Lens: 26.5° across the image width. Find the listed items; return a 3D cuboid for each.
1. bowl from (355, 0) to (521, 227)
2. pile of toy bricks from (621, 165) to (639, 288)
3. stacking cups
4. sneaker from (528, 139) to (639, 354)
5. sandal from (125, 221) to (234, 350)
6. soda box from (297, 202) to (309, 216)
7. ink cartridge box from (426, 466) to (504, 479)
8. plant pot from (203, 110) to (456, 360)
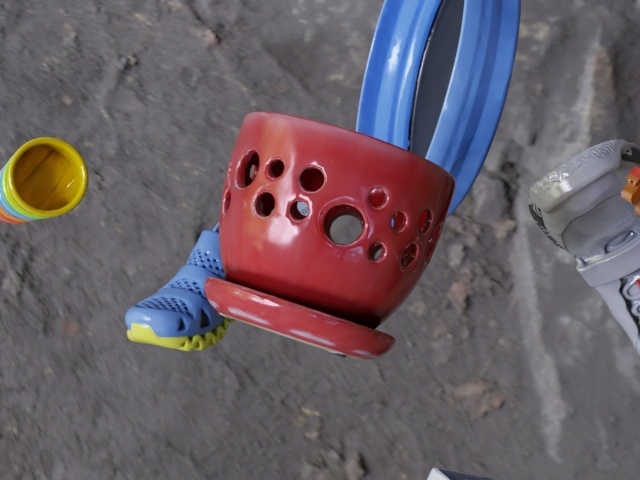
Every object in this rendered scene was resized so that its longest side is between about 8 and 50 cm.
[{"bbox_3d":[0.136,-0.202,1.635,0.077,0.391,0.391,11,98,-13],"label":"bowl"},{"bbox_3d":[0.361,0.016,1.362,0.105,0.118,0.212,-48,128,-1],"label":"pile of toy bricks"},{"bbox_3d":[-0.368,-0.059,1.731,0.096,0.316,0.096,2,84,-19],"label":"stacking cups"},{"bbox_3d":[0.359,0.034,1.483,0.137,0.210,0.366,-35,151,13],"label":"sneaker"},{"bbox_3d":[-0.146,0.048,1.774,0.317,0.126,0.138,-33,127,-58],"label":"sandal"},{"bbox_3d":[-0.045,-0.092,1.812,0.058,0.183,0.063,-34,128,-1],"label":"soda box"},{"bbox_3d":[0.162,0.361,1.457,0.223,0.045,0.224,16,103,-38],"label":"ink cartridge box"},{"bbox_3d":[0.000,0.000,1.152,0.191,0.191,0.174,20,87,-24],"label":"plant pot"}]
